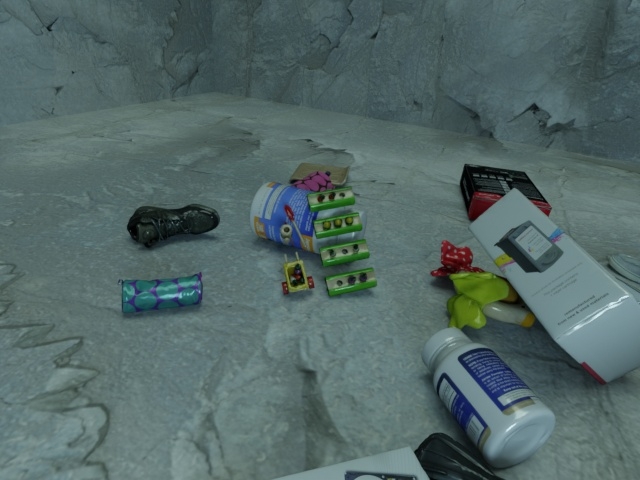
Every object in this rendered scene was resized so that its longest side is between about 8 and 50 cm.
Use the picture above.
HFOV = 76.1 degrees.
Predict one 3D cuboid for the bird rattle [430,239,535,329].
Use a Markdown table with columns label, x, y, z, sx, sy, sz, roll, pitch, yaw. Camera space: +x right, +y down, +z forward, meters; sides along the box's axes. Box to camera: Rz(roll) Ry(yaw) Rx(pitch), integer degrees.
| label | x | y | z | sx | sy | sz | roll | pitch | yaw |
| --- | --- | --- | --- | --- | --- | --- | --- | --- | --- |
| bird rattle | 0.345 | 0.111 | 0.883 | 0.206 | 0.143 | 0.253 | 21 | 16 | 4 |

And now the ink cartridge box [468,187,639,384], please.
| label | x | y | z | sx | sy | sz | roll | pitch | yaw |
| --- | --- | --- | --- | --- | --- | --- | --- | --- | --- |
| ink cartridge box | 0.441 | 0.076 | 0.758 | 0.226 | 0.131 | 0.306 | 35 | 22 | -30 |

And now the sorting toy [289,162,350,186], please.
| label | x | y | z | sx | sy | sz | roll | pitch | yaw |
| --- | --- | --- | --- | --- | --- | --- | --- | --- | --- |
| sorting toy | 0.001 | -0.246 | 1.542 | 0.208 | 0.038 | 0.193 | 4 | 27 | 8 |

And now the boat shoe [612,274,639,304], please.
| label | x | y | z | sx | sy | sz | roll | pitch | yaw |
| --- | --- | --- | --- | --- | --- | --- | --- | --- | --- |
| boat shoe | 0.636 | 0.137 | 0.879 | 0.302 | 0.109 | 0.094 | 32 | 22 | 26 |

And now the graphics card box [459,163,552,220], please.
| label | x | y | z | sx | sy | sz | roll | pitch | yaw |
| --- | --- | --- | --- | --- | --- | --- | --- | --- | --- |
| graphics card box | 0.624 | -0.163 | 1.426 | 0.232 | 0.094 | 0.371 | 9 | 29 | 8 |

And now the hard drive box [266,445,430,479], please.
| label | x | y | z | sx | sy | sz | roll | pitch | yaw |
| --- | --- | --- | --- | --- | --- | --- | --- | --- | --- |
| hard drive box | 0.021 | 0.330 | 0.399 | 0.232 | 0.089 | 0.181 | -5 | 29 | -18 |

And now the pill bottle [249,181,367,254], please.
| label | x | y | z | sx | sy | sz | roll | pitch | yaw |
| --- | --- | --- | --- | --- | --- | --- | --- | --- | --- |
| pill bottle | -0.028 | -0.050 | 1.037 | 0.271 | 0.152 | 0.152 | 16 | 30 | 19 |

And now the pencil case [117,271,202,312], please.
| label | x | y | z | sx | sy | sz | roll | pitch | yaw |
| --- | --- | --- | --- | --- | --- | --- | --- | --- | --- |
| pencil case | -0.308 | 0.100 | 0.799 | 0.151 | 0.065 | 0.070 | -3 | 45 | -17 |

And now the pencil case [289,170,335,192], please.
| label | x | y | z | sx | sy | sz | roll | pitch | yaw |
| --- | --- | --- | --- | --- | --- | --- | --- | --- | --- |
| pencil case | -0.036 | -0.156 | 1.308 | 0.098 | 0.095 | 0.209 | 34 | 36 | 9 |

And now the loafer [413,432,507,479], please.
| label | x | y | z | sx | sy | sz | roll | pitch | yaw |
| --- | --- | --- | --- | --- | --- | --- | --- | --- | --- |
| loafer | 0.205 | 0.318 | 0.474 | 0.223 | 0.076 | 0.078 | 23 | 37 | 38 |

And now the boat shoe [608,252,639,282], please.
| label | x | y | z | sx | sy | sz | roll | pitch | yaw |
| --- | --- | --- | --- | --- | --- | --- | --- | --- | --- |
| boat shoe | 0.854 | 0.078 | 1.023 | 0.079 | 0.081 | 0.227 | -12 | 33 | -29 |

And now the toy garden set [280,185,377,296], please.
| label | x | y | z | sx | sy | sz | roll | pitch | yaw |
| --- | --- | --- | --- | --- | --- | --- | --- | --- | --- |
| toy garden set | 0.000 | 0.000 | 0.901 | 0.203 | 0.049 | 0.244 | -11 | 71 | -7 |

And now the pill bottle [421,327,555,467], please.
| label | x | y | z | sx | sy | sz | roll | pitch | yaw |
| --- | --- | --- | --- | --- | --- | --- | --- | --- | --- |
| pill bottle | 0.237 | 0.222 | 0.614 | 0.111 | 0.112 | 0.187 | -5 | 30 | -19 |

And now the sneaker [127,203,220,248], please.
| label | x | y | z | sx | sy | sz | roll | pitch | yaw |
| --- | --- | --- | --- | --- | --- | --- | --- | --- | --- |
| sneaker | -0.372 | -0.033 | 1.021 | 0.227 | 0.087 | 0.130 | 2 | 30 | -1 |
